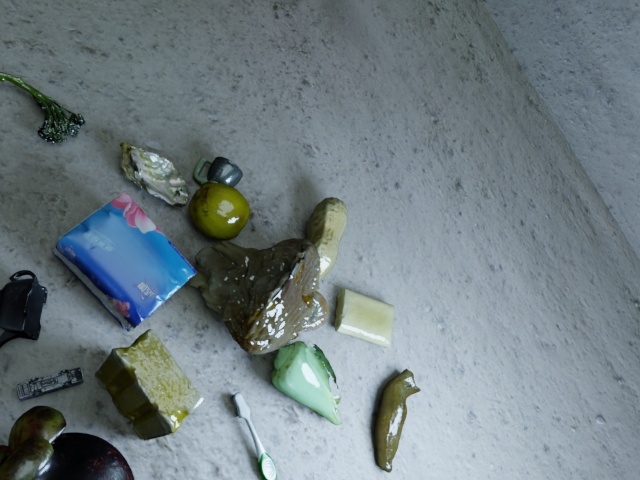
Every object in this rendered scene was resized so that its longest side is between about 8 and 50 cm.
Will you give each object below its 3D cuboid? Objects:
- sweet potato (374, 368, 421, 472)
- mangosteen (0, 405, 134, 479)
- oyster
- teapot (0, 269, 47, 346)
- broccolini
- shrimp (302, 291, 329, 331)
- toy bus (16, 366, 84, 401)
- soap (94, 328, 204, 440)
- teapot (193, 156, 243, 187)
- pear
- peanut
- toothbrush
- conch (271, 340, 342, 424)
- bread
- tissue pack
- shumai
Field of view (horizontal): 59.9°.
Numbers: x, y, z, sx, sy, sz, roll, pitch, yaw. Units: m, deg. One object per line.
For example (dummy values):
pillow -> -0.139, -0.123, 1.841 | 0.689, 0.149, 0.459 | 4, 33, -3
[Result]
sweet potato -> 0.211, 0.493, 1.547 | 0.112, 0.085, 0.286 | 29, 58, -21
mangosteen -> -0.506, 0.493, 1.016 | 0.330, 0.330, 0.330 | 12, 64, -25
oyster -> -0.446, -0.163, 1.479 | 0.209, 0.072, 0.133 | 29, 49, -39
teapot -> -0.667, 0.148, 1.211 | 0.096, 0.087, 0.177 | 2, 66, -4
broccolini -> -0.736, -0.332, 1.386 | 0.271, 0.062, 0.123 | 31, 42, -21
shrimp -> -0.075, 0.175, 1.552 | 0.223, 0.047, 0.126 | 28, 68, -18
toy bus -> -0.583, 0.310, 1.201 | 0.131, 0.052, 0.037 | -12, 71, -35
soap -> -0.366, 0.310, 1.163 | 0.091, 0.315, 0.199 | -37, 88, -36
teapot -> -0.291, -0.178, 1.569 | 0.091, 0.124, 0.092 | -61, 142, -25
pear -> -0.268, -0.078, 1.488 | 0.162, 0.149, 0.149 | 35, 56, -17
peanut -> 0.000, 0.000, 1.621 | 0.111, 0.125, 0.274 | 33, 63, -28
toothbrush -> -0.124, 0.567, 1.354 | 0.042, 0.040, 0.418 | -20, 80, -36
conch -> -0.022, 0.357, 1.456 | 0.250, 0.143, 0.137 | 35, 98, -25
bread -> 0.128, 0.228, 1.630 | 0.178, 0.060, 0.139 | 23, 59, -19
tissue pack -> -0.459, 0.050, 1.319 | 0.269, 0.137, 0.209 | 51, 60, -8
shumai -> -0.173, 0.127, 1.445 | 0.283, 0.217, 0.346 | 10, 55, 22
